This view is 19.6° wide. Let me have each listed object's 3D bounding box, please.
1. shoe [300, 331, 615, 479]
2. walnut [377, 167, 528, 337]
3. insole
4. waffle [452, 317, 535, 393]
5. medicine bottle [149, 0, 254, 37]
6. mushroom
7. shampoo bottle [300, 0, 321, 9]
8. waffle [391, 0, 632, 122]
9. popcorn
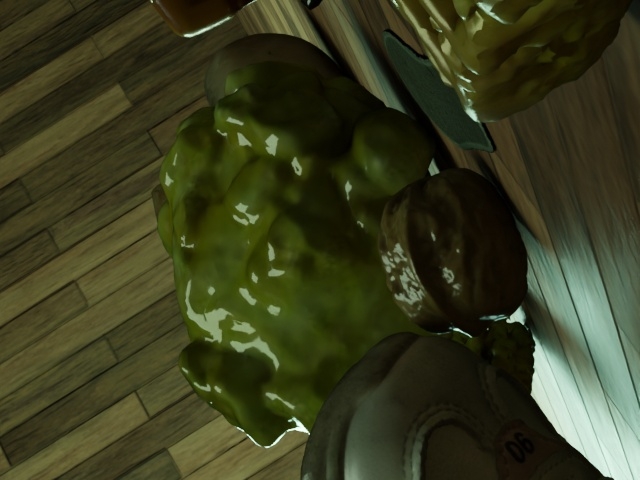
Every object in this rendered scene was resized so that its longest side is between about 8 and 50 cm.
[{"bbox_3d":[0.144,0.197,1.038,0.198,0.172,0.351,-13,114,42],"label":"shoe"},{"bbox_3d":[0.074,0.008,1.044,0.082,0.079,0.096,-10,-98,-51],"label":"walnut"},{"bbox_3d":[0.065,-0.080,1.037,0.080,0.003,0.232,58,180,-12],"label":"insole"},{"bbox_3d":[0.129,0.149,1.390,0.193,0.070,0.197,-81,-13,-59],"label":"waffle"},{"bbox_3d":[-0.108,-0.249,1.319,0.149,0.112,0.222,57,180,-26],"label":"medicine bottle"},{"bbox_3d":[-0.054,-0.070,1.639,0.207,0.215,0.207,58,-172,-13],"label":"mushroom"},{"bbox_3d":[-0.103,-0.205,1.044,0.284,0.071,0.153,26,-163,17],"label":"shampoo bottle"},{"bbox_3d":[0.015,-0.117,0.405,0.160,0.055,0.211,58,179,7],"label":"waffle"},{"bbox_3d":[0.000,0.000,1.293,0.242,0.235,0.250,40,131,54],"label":"popcorn"}]
